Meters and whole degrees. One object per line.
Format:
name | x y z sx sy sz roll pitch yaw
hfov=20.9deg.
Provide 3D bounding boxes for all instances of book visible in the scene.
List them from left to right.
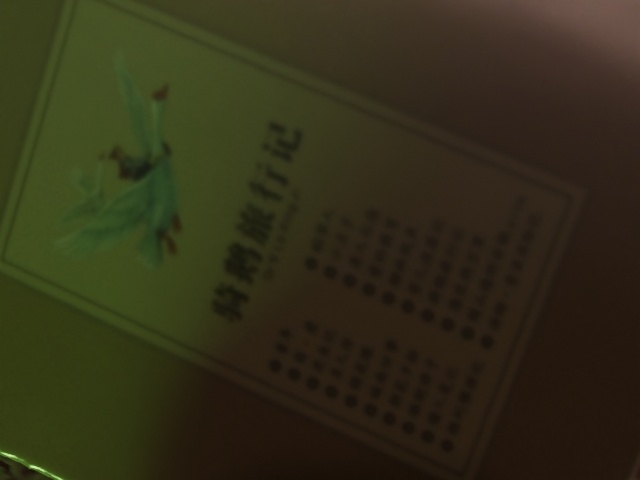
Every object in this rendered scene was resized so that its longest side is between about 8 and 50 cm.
book | 0.000 0.000 0.510 0.310 0.021 0.217 24 108 14
